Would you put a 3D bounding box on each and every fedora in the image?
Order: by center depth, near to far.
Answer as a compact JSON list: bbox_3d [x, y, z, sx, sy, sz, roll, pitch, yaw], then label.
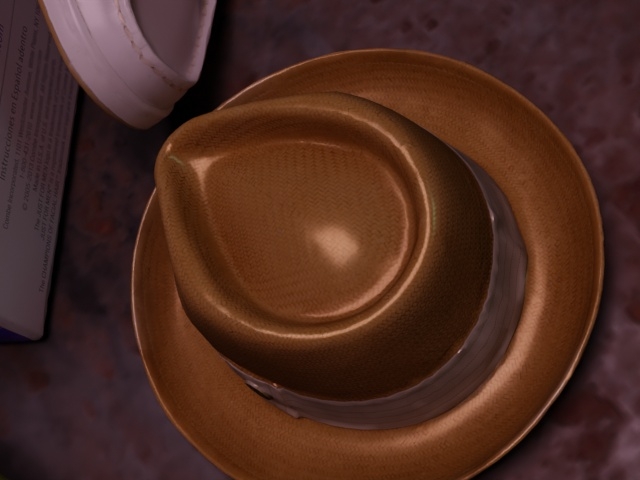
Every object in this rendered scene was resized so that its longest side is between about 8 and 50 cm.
[{"bbox_3d":[0.000,0.000,0.470,0.194,0.079,0.194,-10,65,22],"label":"fedora"}]

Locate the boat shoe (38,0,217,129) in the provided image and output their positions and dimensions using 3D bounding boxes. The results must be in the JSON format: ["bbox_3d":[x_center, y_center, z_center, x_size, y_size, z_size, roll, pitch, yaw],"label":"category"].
[{"bbox_3d":[-0.062,-0.181,0.561,0.096,0.098,0.277,-13,64,21],"label":"boat shoe"}]

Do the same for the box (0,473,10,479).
[{"bbox_3d":[-0.222,0.088,0.544,0.232,0.058,0.087,26,73,30],"label":"box"}]

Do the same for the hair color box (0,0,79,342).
[{"bbox_3d":[-0.223,-0.093,0.459,0.110,0.339,0.185,-5,68,23],"label":"hair color box"}]
